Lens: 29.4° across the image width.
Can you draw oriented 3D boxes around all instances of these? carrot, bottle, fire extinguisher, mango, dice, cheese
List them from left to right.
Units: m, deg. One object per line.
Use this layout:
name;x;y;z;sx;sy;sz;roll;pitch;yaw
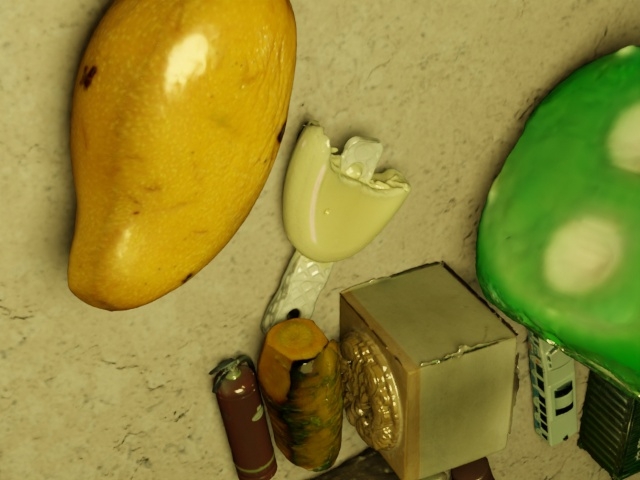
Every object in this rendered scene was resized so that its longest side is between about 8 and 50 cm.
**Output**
mango;-0.115;-0.087;0.950;0.177;0.120;0.295;5;117;-43
fire extinguisher;-0.074;0.169;1.182;0.064;0.043;0.158;-47;140;-40
carrot;-0.018;0.148;1.166;0.082;0.082;0.173;-22;138;-20
cheese;-0.001;-0.001;1.119;0.127;0.050;0.235;6;122;-34
bottle;0.186;0.316;1.429;0.060;0.060;0.164;-26;128;-16
dice;0.345;0.009;1.157;0.297;0.287;0.300;29;90;-48

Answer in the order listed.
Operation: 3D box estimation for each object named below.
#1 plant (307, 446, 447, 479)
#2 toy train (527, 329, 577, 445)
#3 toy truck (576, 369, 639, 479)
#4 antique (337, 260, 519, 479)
plant;0.063;0.298;1.291;0.194;0.129;0.132;-12;123;-23
toy train;0.261;0.147;1.378;0.043;0.047;0.207;-27;130;-17
toy truck;0.386;0.149;1.432;0.121;0.088;0.259;-15;126;-24
antique;0.096;0.128;1.197;0.148;0.147;0.152;-15;125;-21
